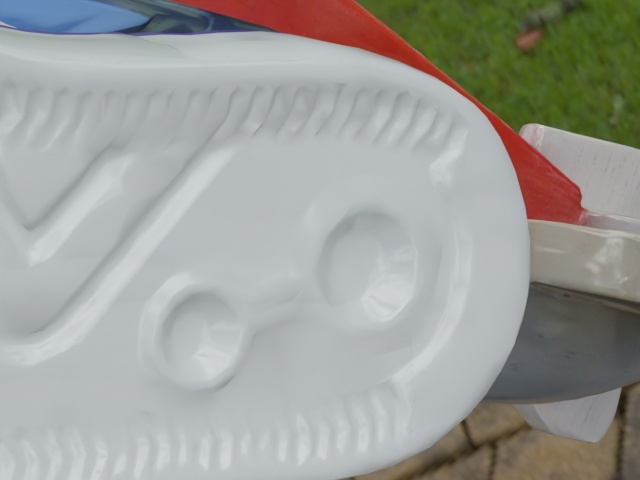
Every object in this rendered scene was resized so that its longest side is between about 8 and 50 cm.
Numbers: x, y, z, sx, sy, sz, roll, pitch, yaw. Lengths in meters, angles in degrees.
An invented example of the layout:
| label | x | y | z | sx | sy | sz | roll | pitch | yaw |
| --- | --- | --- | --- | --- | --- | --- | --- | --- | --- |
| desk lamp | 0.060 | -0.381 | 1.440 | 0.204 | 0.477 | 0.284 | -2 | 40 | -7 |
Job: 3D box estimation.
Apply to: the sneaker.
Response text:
| label | x | y | z | sx | sy | sz | roll | pitch | yaw |
| --- | --- | --- | --- | --- | --- | --- | --- | --- | --- |
| sneaker | -0.140 | -0.010 | 0.396 | 0.236 | 0.323 | 0.130 | 12 | 98 | 57 |

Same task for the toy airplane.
| label | x | y | z | sx | sy | sz | roll | pitch | yaw |
| --- | --- | --- | --- | --- | --- | --- | --- | --- | --- |
| toy airplane | 0.000 | 0.000 | 0.821 | 0.384 | 0.386 | 0.272 | 27 | 77 | 17 |
